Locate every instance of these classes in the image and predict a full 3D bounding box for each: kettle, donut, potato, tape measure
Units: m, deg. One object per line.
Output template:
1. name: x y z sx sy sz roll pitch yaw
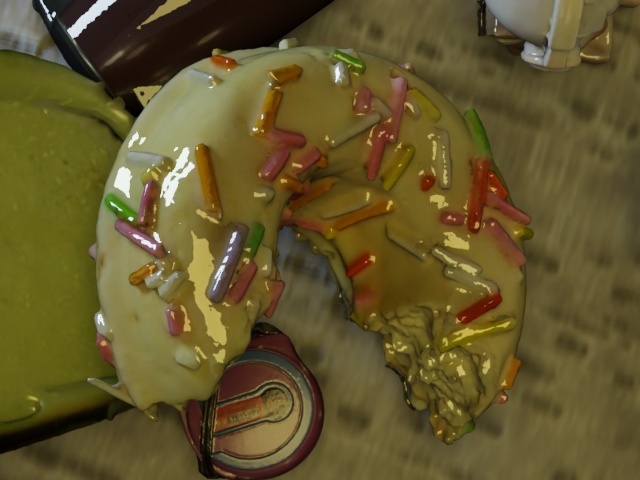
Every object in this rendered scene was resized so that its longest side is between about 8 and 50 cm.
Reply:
1. kettle: -0.116 -0.218 1.585 0.232 0.144 0.202 -36 69 -2
2. donut: 0.007 -0.006 1.497 0.371 0.150 0.307 9 75 -32
3. potato: -0.249 0.033 1.541 0.280 0.213 0.330 3 79 -28
4. tape measure: -0.058 0.134 1.587 0.118 0.074 0.125 -16 81 2

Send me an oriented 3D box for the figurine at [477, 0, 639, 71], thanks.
1. figurine: 0.195 -0.210 1.552 0.141 0.237 0.163 3 82 5
